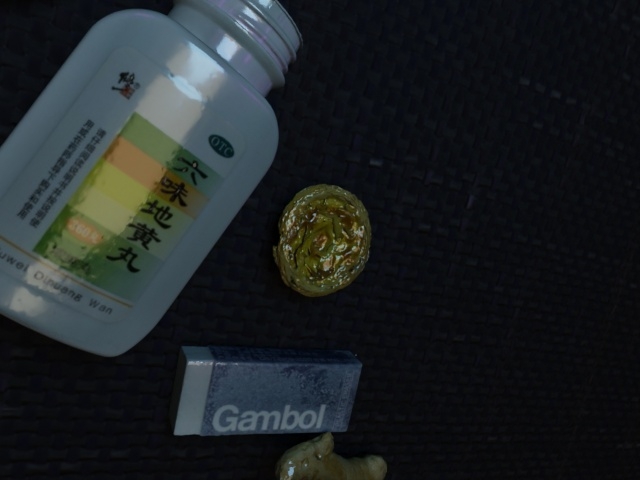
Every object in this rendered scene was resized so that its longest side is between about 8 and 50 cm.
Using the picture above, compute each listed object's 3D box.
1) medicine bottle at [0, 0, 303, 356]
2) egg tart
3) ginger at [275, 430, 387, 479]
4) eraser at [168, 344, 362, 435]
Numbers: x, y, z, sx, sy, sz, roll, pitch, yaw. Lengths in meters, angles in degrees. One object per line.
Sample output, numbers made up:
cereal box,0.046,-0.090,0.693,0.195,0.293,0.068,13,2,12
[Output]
medicine bottle,-0.150,-0.076,0.430,0.179,0.124,0.324,38,84,-26
egg tart,0.000,0.000,0.554,0.128,0.049,0.129,-6,103,-29
ginger,0.045,0.341,0.629,0.147,0.081,0.334,-39,120,-8
eraser,-0.058,0.173,0.568,0.212,0.046,0.092,8,99,-26
